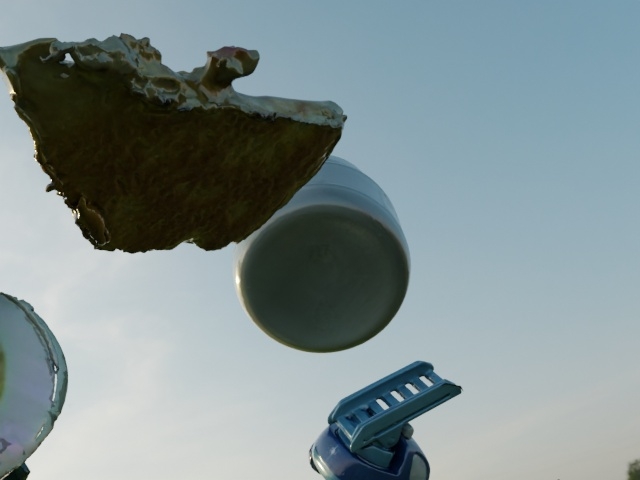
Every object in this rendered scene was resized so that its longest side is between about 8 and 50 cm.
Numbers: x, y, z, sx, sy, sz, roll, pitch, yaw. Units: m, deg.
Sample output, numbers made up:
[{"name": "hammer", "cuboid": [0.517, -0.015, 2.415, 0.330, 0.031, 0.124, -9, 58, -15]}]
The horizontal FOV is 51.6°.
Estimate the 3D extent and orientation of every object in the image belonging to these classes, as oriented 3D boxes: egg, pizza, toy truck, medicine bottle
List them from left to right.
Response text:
[{"name": "egg", "cuboid": [-0.454, 0.194, 0.753, 0.174, 0.264, 0.286, -50, 4, 35]}, {"name": "pizza", "cuboid": [-0.113, -0.070, 0.500, 0.296, 0.071, 0.189, 1, -45, -53]}, {"name": "medicine bottle", "cuboid": [0.000, 0.000, 1.004, 0.244, 0.306, 0.245, 0, -69, -1]}, {"name": "toy truck", "cuboid": [0.041, 0.112, 0.387, 0.073, 0.056, 0.090, 24, -82, -35]}]

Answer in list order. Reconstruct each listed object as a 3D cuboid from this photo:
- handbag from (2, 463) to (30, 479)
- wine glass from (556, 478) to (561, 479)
[{"name": "handbag", "cuboid": [-0.597, 0.394, 1.067, 0.089, 0.238, 0.327, -26, -26, -56]}, {"name": "wine glass", "cuboid": [0.382, 0.556, 1.249, 0.232, 0.156, 0.156, -38, -33, 22]}]
